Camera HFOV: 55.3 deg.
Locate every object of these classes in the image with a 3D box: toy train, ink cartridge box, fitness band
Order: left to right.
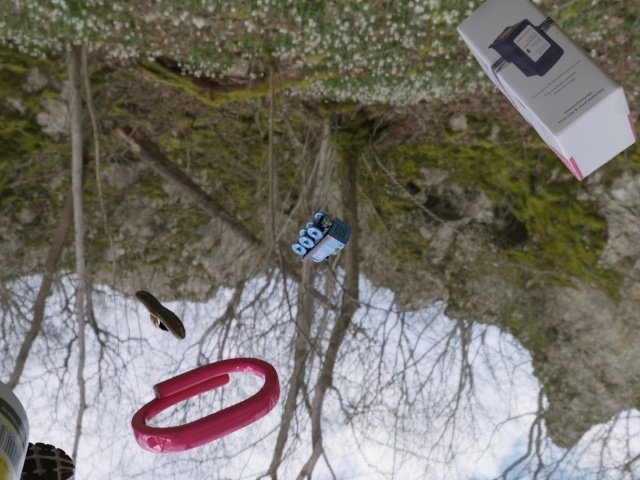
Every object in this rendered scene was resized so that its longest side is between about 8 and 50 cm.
[{"bbox_3d":[-0.218,0.308,1.172,0.291,0.054,0.209,-18,-162,-25],"label":"fitness band"},{"bbox_3d":[0.000,0.000,1.601,0.105,0.184,0.080,34,-127,-9],"label":"toy train"},{"bbox_3d":[0.316,-0.223,0.858,0.172,0.100,0.237,25,-149,-54],"label":"ink cartridge box"}]

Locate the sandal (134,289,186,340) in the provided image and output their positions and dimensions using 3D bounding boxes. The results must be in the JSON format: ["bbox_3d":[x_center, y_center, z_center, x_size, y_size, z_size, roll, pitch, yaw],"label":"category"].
[{"bbox_3d":[-0.424,0.202,1.603,0.180,0.049,0.072,40,-170,8],"label":"sandal"}]

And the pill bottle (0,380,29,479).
[{"bbox_3d":[-0.352,0.260,0.460,0.188,0.187,0.334,4,-151,-15],"label":"pill bottle"}]

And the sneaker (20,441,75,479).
[{"bbox_3d":[-0.657,0.501,1.261,0.279,0.118,0.107,-3,-136,-23],"label":"sneaker"}]
